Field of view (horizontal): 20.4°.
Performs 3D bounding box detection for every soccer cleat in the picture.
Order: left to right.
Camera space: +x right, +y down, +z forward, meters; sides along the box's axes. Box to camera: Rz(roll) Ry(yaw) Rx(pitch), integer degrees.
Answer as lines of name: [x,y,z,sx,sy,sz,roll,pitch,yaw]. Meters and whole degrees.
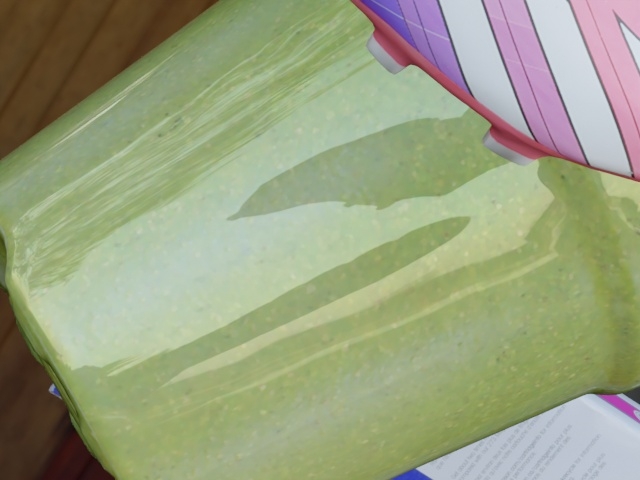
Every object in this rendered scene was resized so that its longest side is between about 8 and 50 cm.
soccer cleat: [0.034,-0.093,0.422,0.248,0.095,0.083,31,47,-13]

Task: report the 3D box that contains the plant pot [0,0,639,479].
plant pot: [0.000,0.000,0.739,0.276,0.254,0.276,56,-11,17]

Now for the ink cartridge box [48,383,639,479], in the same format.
ink cartridge box: [0.043,0.109,1.058,0.371,0.176,0.069,32,17,-16]
